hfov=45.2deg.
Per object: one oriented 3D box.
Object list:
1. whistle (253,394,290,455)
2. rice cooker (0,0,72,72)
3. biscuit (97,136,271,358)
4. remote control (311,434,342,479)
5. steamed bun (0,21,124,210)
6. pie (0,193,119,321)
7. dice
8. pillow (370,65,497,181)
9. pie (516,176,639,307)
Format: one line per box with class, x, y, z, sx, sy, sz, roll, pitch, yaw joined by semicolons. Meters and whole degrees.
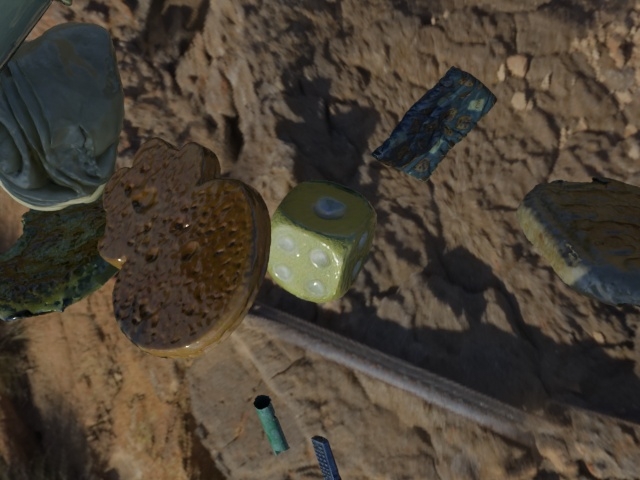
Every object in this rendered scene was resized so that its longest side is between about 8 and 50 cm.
whistle;-0.101;0.393;1.622;0.039;0.039;0.186;-5;133;10
rice cooker;-0.380;-0.241;0.678;0.264;0.316;0.317;37;98;17
biscuit;-0.154;0.000;0.823;0.202;0.044;0.289;-47;47;6
remote control;0.021;0.418;1.366;0.027;0.043;0.153;-23;103;-23
steamed bun;-0.453;-0.194;1.244;0.289;0.203;0.276;-29;69;52
pie;-0.472;0.011;1.419;0.296;0.371;0.078;0;129;22
dice;0.000;0.000;1.461;0.166;0.169;0.169;25;133;15
pillow;0.243;-0.239;1.611;0.255;0.189;0.034;-47;50;22
pie;0.276;0.000;0.680;0.195;0.195;0.046;14;122;9
